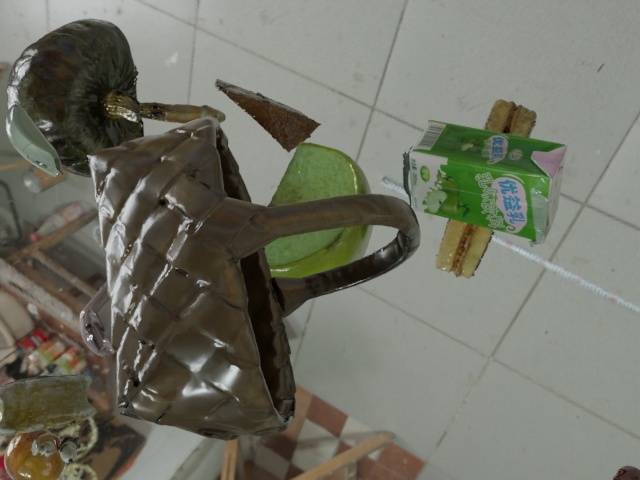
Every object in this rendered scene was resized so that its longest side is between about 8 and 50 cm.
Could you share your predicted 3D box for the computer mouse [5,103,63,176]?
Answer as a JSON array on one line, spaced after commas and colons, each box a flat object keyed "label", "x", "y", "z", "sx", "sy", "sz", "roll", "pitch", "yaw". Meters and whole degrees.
[{"label": "computer mouse", "x": -0.360, "y": -0.118, "z": 0.772, "sx": 0.110, "sy": 0.032, "sz": 0.056, "roll": 49, "pitch": 150, "yaw": 8}]

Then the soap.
[{"label": "soap", "x": -0.540, "y": 0.298, "z": 1.089, "sx": 0.274, "sy": 0.173, "sz": 0.089, "roll": -20, "pitch": 75, "yaw": 36}]

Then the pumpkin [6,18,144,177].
[{"label": "pumpkin", "x": -0.484, "y": -0.267, "z": 1.242, "sx": 0.242, "sy": 0.232, "sz": 0.325, "roll": 6, "pitch": 113, "yaw": 23}]

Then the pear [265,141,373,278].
[{"label": "pear", "x": 0.000, "y": 0.000, "z": 1.410, "sx": 0.238, "sy": 0.343, "sz": 0.318, "roll": 16, "pitch": 155, "yaw": 19}]

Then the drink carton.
[{"label": "drink carton", "x": 0.296, "y": -0.108, "z": 1.140, "sx": 0.271, "sy": 0.108, "sz": 0.161, "roll": 17, "pitch": 142, "yaw": 27}]

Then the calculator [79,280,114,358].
[{"label": "calculator", "x": -0.356, "y": 0.121, "z": 1.085, "sx": 0.032, "sy": 0.175, "sz": 0.100, "roll": -4, "pitch": 121, "yaw": 17}]

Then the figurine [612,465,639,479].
[{"label": "figurine", "x": 0.441, "y": 0.362, "z": 0.783, "sx": 0.127, "sy": 0.234, "sz": 0.185, "roll": -20, "pitch": 76, "yaw": 48}]

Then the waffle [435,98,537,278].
[{"label": "waffle", "x": 0.381, "y": -0.105, "z": 1.459, "sx": 0.114, "sy": 0.261, "sz": 0.376, "roll": 19, "pitch": 142, "yaw": 9}]

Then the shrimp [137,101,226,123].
[{"label": "shrimp", "x": -0.273, "y": -0.251, "z": 1.226, "sx": 0.099, "sy": 0.180, "sz": 0.041, "roll": 20, "pitch": 109, "yaw": 50}]

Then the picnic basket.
[{"label": "picnic basket", "x": -0.046, "y": 0.025, "z": 0.658, "sx": 0.337, "sy": 0.337, "sz": 0.293, "roll": 29, "pitch": 168, "yaw": 13}]

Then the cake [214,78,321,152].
[{"label": "cake", "x": -0.152, "y": -0.332, "z": 1.637, "sx": 0.295, "sy": 0.116, "sz": 0.113, "roll": 24, "pitch": 103, "yaw": -32}]

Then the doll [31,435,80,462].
[{"label": "doll", "x": -0.485, "y": 0.381, "z": 1.144, "sx": 0.085, "sy": 0.058, "sz": 0.040, "roll": 23, "pitch": 102, "yaw": -22}]

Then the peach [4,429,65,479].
[{"label": "peach", "x": -0.666, "y": 0.504, "z": 1.454, "sx": 0.138, "sy": 0.138, "sz": 0.138, "roll": 16, "pitch": 125, "yaw": 23}]
